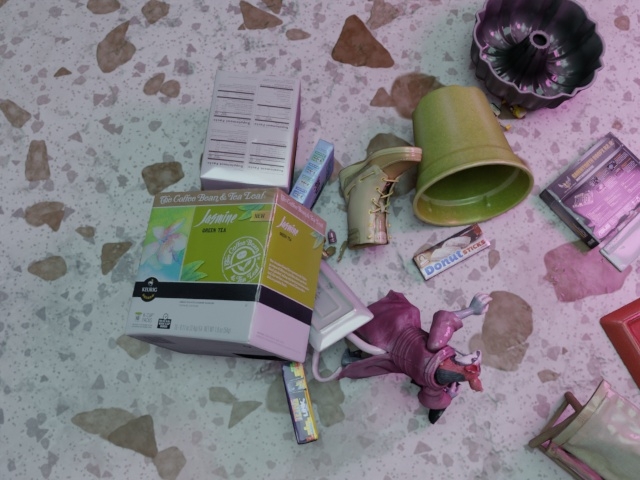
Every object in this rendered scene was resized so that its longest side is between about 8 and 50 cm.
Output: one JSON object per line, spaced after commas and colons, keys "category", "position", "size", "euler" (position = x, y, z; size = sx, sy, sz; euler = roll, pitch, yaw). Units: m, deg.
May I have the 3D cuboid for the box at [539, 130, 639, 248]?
{"category": "box", "position": [0.672, -0.121, 1.884], "size": [0.231, 0.056, 0.183], "euler": [-41, 78, -11]}

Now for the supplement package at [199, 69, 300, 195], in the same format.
{"category": "supplement package", "position": [-0.155, -0.224, 1.830], "size": [0.198, 0.199, 0.262], "euler": [6, 75, 0]}

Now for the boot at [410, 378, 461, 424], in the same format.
{"category": "boot", "position": [0.247, 0.336, 1.760], "size": [0.099, 0.045, 0.121], "euler": [34, 73, 8]}

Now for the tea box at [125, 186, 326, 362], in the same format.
{"category": "tea box", "position": [-0.197, 0.075, 1.675], "size": [0.329, 0.220, 0.323], "euler": [-1, 70, 30]}

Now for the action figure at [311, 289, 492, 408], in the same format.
{"category": "action figure", "position": [0.190, 0.219, 1.627], "size": [0.276, 0.370, 0.248], "euler": [0, 99, -31]}

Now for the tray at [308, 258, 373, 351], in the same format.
{"category": "tray", "position": [-0.005, 0.129, 1.736], "size": [0.145, 0.030, 0.270], "euler": [-30, 36, -9]}

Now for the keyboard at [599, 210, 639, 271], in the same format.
{"category": "keyboard", "position": [0.780, -0.034, 1.886], "size": [0.256, 0.014, 0.072], "euler": [-42, 84, -11]}

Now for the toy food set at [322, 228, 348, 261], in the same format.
{"category": "toy food set", "position": [0.000, 0.000, 1.853], "size": [0.122, 0.019, 0.078], "euler": [29, 70, -10]}

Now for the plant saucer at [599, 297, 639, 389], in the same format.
{"category": "plant saucer", "position": [0.816, 0.233, 1.793], "size": [0.259, 0.048, 0.258], "euler": [-26, 76, -7]}

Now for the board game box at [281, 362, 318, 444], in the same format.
{"category": "board game box", "position": [-0.046, 0.352, 1.702], "size": [0.048, 0.141, 0.170], "euler": [-12, 74, -4]}

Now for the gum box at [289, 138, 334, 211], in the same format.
{"category": "gum box", "position": [-0.026, -0.123, 1.826], "size": [0.041, 0.157, 0.184], "euler": [25, 76, 7]}

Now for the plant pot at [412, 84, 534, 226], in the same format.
{"category": "plant pot", "position": [0.322, -0.208, 1.819], "size": [0.276, 0.276, 0.254], "euler": [-9, 63, -3]}

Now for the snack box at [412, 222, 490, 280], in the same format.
{"category": "snack box", "position": [0.308, 0.027, 1.857], "size": [0.178, 0.022, 0.064], "euler": [-28, 78, -8]}

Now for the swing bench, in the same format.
{"category": "swing bench", "position": [0.606, 0.438, 1.626], "size": [0.253, 0.254, 0.165], "euler": [38, 78, 9]}

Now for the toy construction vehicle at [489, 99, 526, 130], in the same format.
{"category": "toy construction vehicle", "position": [0.454, -0.327, 1.954], "size": [0.086, 0.035, 0.098], "euler": [-41, 79, -20]}

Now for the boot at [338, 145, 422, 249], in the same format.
{"category": "boot", "position": [0.140, -0.093, 1.784], "size": [0.095, 0.262, 0.203], "euler": [7, 73, -37]}

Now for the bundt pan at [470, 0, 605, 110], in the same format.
{"category": "bundt pan", "position": [0.517, -0.457, 1.927], "size": [0.331, 0.124, 0.331], "euler": [2, 68, -6]}
